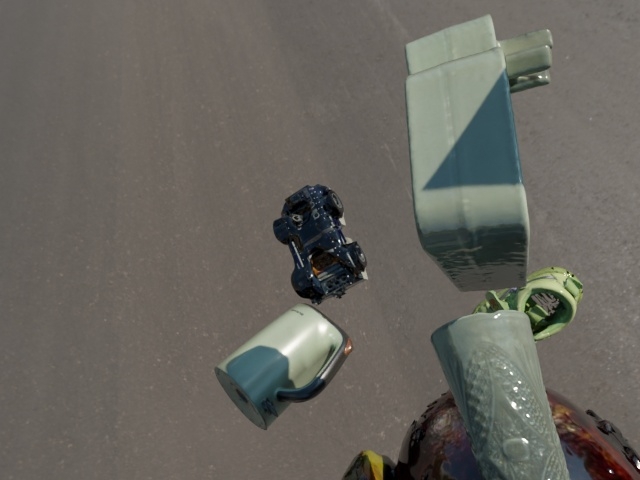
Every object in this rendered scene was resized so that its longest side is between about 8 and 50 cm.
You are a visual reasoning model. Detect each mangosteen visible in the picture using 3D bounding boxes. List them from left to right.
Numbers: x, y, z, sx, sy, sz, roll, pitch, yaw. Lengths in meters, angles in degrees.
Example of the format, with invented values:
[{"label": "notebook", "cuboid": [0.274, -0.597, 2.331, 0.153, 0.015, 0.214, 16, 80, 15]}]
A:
[{"label": "mangosteen", "cuboid": [0.252, 0.390, 0.598, 0.421, 0.381, 0.381, -17, 53, 25]}]

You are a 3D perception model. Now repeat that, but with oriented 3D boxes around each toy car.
[{"label": "toy car", "cuboid": [0.001, -0.001, 1.045, 0.193, 0.118, 0.301, -31, 65, 21]}]

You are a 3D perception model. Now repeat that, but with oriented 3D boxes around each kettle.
[{"label": "kettle", "cuboid": [-0.065, 0.267, 0.904, 0.255, 0.165, 0.240, -35, 27, -32]}]

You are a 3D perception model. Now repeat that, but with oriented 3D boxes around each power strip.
[{"label": "power strip", "cuboid": [0.171, -0.095, 0.417, 0.141, 0.229, 0.261, -9, 69, 24]}]

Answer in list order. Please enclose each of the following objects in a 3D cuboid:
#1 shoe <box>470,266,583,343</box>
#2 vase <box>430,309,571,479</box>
[{"label": "shoe", "cuboid": [0.420, 0.152, 0.883, 0.262, 0.128, 0.140, -43, 68, 24]}, {"label": "vase", "cuboid": [0.166, 0.178, 0.352, 0.096, 0.096, 0.219, -9, 57, 4]}]
